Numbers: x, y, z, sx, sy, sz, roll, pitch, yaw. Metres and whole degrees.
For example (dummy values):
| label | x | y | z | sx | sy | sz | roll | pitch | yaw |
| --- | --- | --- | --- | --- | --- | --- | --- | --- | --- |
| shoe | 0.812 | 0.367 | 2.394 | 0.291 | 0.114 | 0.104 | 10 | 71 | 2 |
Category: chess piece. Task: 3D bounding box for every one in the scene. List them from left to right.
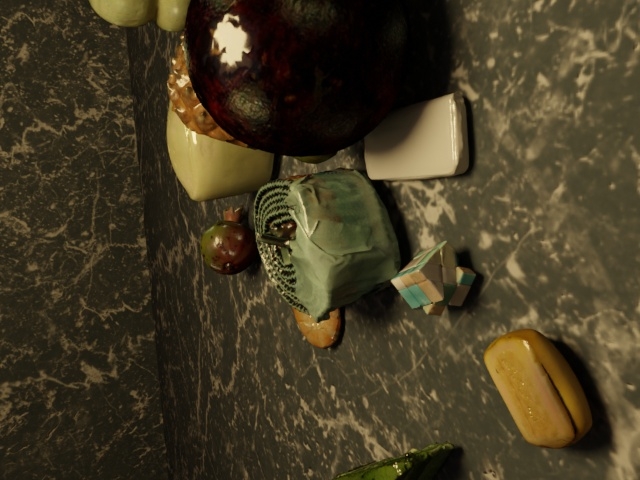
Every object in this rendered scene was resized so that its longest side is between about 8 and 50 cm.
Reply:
| label | x | y | z | sx | sy | sz | roll | pitch | yaw |
| --- | --- | --- | --- | --- | --- | --- | --- | --- | --- |
| chess piece | -0.228 | -0.433 | 0.931 | 0.182 | 0.330 | 0.182 | 27 | 121 | 57 |

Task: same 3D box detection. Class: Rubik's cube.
| label | x | y | z | sx | sy | sz | roll | pitch | yaw |
| --- | --- | --- | --- | --- | --- | --- | --- | --- | --- |
| Rubik's cube | 0.140 | 0.048 | 0.637 | 0.073 | 0.084 | 0.075 | 53 | 167 | -1 |

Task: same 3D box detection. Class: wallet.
| label | x | y | z | sx | sy | sz | roll | pitch | yaw |
| --- | --- | --- | --- | --- | --- | --- | --- | --- | --- |
| wallet | 0.114 | -0.122 | 0.683 | 0.190 | 0.033 | 0.095 | 2 | 97 | 61 |

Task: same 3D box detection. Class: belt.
| label | x | y | z | sx | sy | sz | roll | pitch | yaw |
| --- | --- | --- | --- | --- | --- | --- | --- | --- | --- |
| belt | 0.000 | 0.000 | 0.802 | 0.257 | 0.150 | 0.207 | 12 | 116 | 62 |

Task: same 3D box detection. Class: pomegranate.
| label | x | y | z | sx | sy | sz | roll | pitch | yaw |
| --- | --- | --- | --- | --- | --- | --- | --- | --- | --- |
| pomegranate | -0.196 | 0.003 | 1.220 | 0.129 | 0.159 | 0.129 | 14 | 133 | 16 |

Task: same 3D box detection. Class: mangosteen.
| label | x | y | z | sx | sy | sz | roll | pitch | yaw |
| --- | --- | --- | --- | --- | --- | --- | --- | --- | --- |
| mangosteen | -0.029 | -0.226 | 0.666 | 0.288 | 0.288 | 0.288 | 23 | 117 | 58 |

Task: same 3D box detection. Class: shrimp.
| label | x | y | z | sx | sy | sz | roll | pitch | yaw |
| --- | --- | --- | --- | --- | --- | --- | --- | --- | --- |
| shrimp | -0.021 | 0.076 | 0.960 | 0.133 | 0.053 | 0.236 | -40 | 65 | 60 |

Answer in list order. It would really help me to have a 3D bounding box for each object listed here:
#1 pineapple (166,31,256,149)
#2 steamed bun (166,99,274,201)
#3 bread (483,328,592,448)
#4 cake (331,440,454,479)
| label | x | y | z | sx | sy | sz | roll | pitch | yaw |
| --- | --- | --- | --- | --- | --- | --- | --- | --- | --- |
| pineapple | -0.091 | -0.332 | 0.842 | 0.357 | 0.223 | 0.223 | -61 | 42 | 23 |
| steamed bun | -0.192 | -0.207 | 1.054 | 0.155 | 0.200 | 0.250 | 4 | 103 | 60 |
| bread | 0.216 | 0.141 | 0.529 | 0.115 | 0.056 | 0.082 | 64 | 148 | 19 |
| cake | 0.107 | 0.343 | 0.736 | 0.235 | 0.100 | 0.099 | -53 | 52 | 53 |
